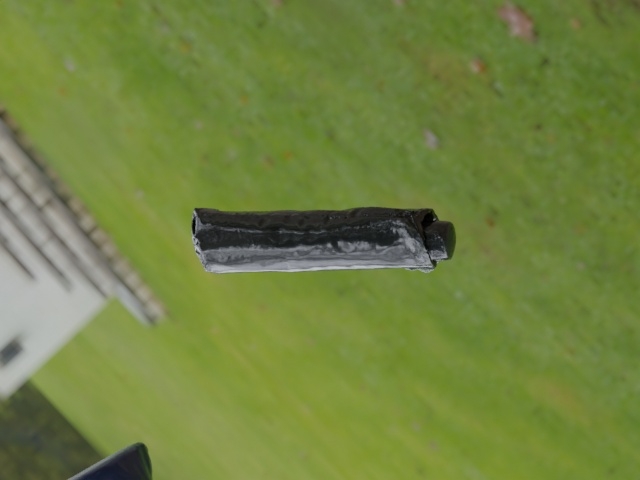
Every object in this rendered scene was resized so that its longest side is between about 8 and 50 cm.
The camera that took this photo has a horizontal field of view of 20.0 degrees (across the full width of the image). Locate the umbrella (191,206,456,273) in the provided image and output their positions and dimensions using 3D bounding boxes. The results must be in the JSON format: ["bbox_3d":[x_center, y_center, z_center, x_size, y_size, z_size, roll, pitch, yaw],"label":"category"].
[{"bbox_3d":[0.000,-0.001,0.876,0.133,0.031,0.036,-1,166,18],"label":"umbrella"}]

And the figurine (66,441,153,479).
[{"bbox_3d":[-0.048,0.201,0.654,0.262,0.164,0.121,52,153,-11],"label":"figurine"}]
